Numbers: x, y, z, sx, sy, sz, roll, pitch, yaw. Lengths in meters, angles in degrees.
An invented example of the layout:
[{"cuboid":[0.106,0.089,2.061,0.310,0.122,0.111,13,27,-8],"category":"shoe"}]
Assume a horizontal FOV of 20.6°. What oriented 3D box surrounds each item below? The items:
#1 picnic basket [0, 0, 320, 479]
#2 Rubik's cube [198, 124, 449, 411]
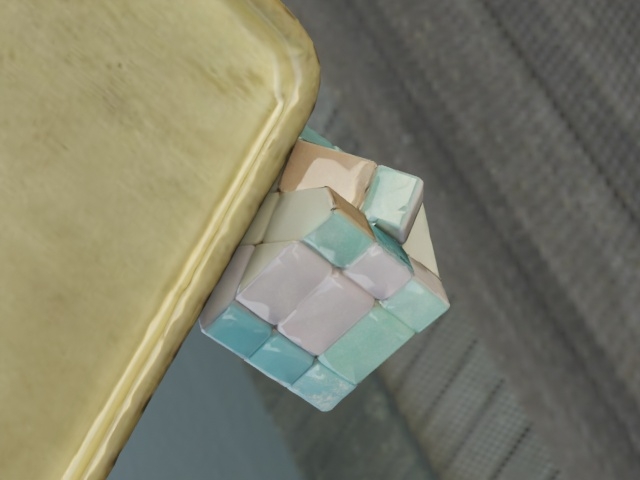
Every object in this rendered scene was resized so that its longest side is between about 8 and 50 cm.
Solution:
[{"cuboid":[-0.183,0.003,0.515,0.175,0.228,0.313,6,60,46],"category":"picnic basket"},{"cuboid":[0.000,0.002,0.593,0.075,0.084,0.073,56,-173,-35],"category":"Rubik's cube"}]
